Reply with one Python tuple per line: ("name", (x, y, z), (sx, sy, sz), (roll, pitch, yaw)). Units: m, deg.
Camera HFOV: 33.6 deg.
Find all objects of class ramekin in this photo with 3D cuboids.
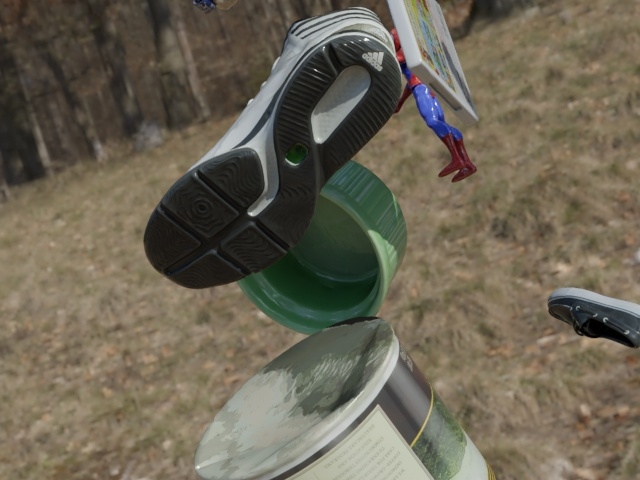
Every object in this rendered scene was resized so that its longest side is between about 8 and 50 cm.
("ramekin", (0.000, 0.000, 1.805), (0.303, 0.303, 0.148), (-21, 18, 37))

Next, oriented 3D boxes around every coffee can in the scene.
("coffee can", (0.053, 0.233, 0.904), (0.201, 0.275, 0.201), (-33, 15, 10))

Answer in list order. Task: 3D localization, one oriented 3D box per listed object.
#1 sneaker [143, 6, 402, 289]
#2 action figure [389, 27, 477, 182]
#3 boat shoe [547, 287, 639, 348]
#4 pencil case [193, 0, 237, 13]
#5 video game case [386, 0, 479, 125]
("sneaker", (-0.056, -0.133, 1.440), (0.447, 0.169, 0.257), (-43, 18, 23))
("action figure", (0.144, -0.219, 1.768), (0.139, 0.280, 0.091), (-24, -17, 22))
("boat shoe", (0.293, 0.084, 1.137), (0.040, 0.049, 0.142), (-49, 29, -21))
("pencil case", (-0.067, -0.542, 1.693), (0.410, 0.160, 0.183), (-35, 0, 17))
("video game case", (0.150, -0.298, 1.534), (0.026, 0.227, 0.206), (-25, -28, 22))
